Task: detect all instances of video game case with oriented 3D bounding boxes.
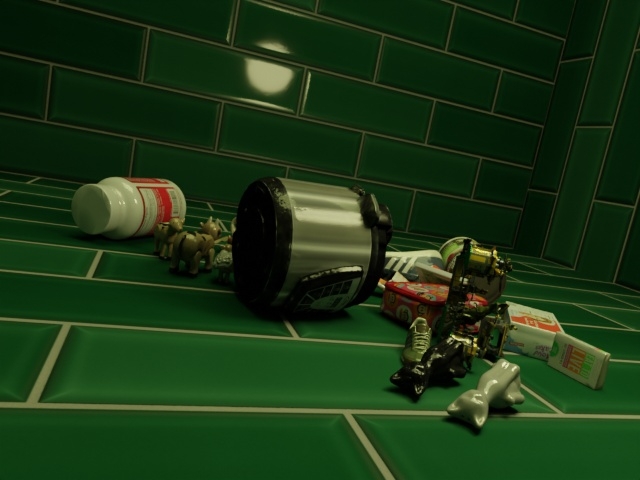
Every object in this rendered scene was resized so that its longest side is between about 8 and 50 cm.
[{"bbox_3d":[0.433,0.171,1.737,0.212,0.023,0.193,20,-30,45],"label":"video game case"}]

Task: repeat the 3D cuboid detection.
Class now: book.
[{"bbox_3d":[0.666,0.307,1.320,0.035,0.097,0.144,6,10,-28],"label":"book"}]

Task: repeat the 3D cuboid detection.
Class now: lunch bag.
[{"bbox_3d":[0.335,0.198,1.575,0.292,0.120,0.258,7,6,-35],"label":"lunch bag"}]

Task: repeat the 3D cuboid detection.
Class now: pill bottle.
[{"bbox_3d":[-0.711,-0.123,1.920,0.228,0.229,0.407,14,9,18],"label":"pill bottle"}]

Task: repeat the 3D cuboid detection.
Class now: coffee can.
[{"bbox_3d":[0.576,0.117,1.981,0.201,0.202,0.275,11,14,-2],"label":"coffee can"}]

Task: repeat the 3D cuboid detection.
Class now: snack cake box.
[{"bbox_3d":[0.630,0.270,1.537,0.152,0.089,0.264,15,10,15],"label":"snack cake box"}]

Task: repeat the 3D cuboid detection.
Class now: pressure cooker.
[{"bbox_3d":[-0.007,0.012,1.467,0.420,0.376,0.369,5,8,-29],"label":"pressure cooker"}]

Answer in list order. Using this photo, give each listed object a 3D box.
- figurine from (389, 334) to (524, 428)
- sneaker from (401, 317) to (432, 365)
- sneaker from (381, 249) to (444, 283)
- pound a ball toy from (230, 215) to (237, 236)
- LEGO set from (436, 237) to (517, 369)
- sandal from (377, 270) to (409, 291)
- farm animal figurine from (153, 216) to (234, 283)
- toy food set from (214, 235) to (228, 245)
[{"bbox_3d":[0.279,0.292,1.038,0.214,0.093,0.209,20,20,40],"label":"figurine"},{"bbox_3d":[0.235,0.243,1.234,0.064,0.086,0.192,12,9,8],"label":"sneaker"},{"bbox_3d":[0.304,0.131,1.952,0.349,0.148,0.131,-7,-33,0],"label":"sneaker"},{"bbox_3d":[-0.211,-0.041,2.049,0.319,0.135,0.208,16,45,-47],"label":"pound a ball toy"},{"bbox_3d":[0.431,0.172,1.305,0.191,0.332,0.255,14,-11,6],"label":"LEGO set"},{"bbox_3d":[0.236,0.136,1.777,0.265,0.076,0.102,27,11,-1],"label":"sandal"},{"bbox_3d":[-0.406,0.005,1.666,0.329,0.173,0.327,10,9,-3],"label":"farm animal figurine"},{"bbox_3d":[-0.315,0.048,1.976,0.191,0.039,0.132,25,17,14],"label":"toy food set"}]
